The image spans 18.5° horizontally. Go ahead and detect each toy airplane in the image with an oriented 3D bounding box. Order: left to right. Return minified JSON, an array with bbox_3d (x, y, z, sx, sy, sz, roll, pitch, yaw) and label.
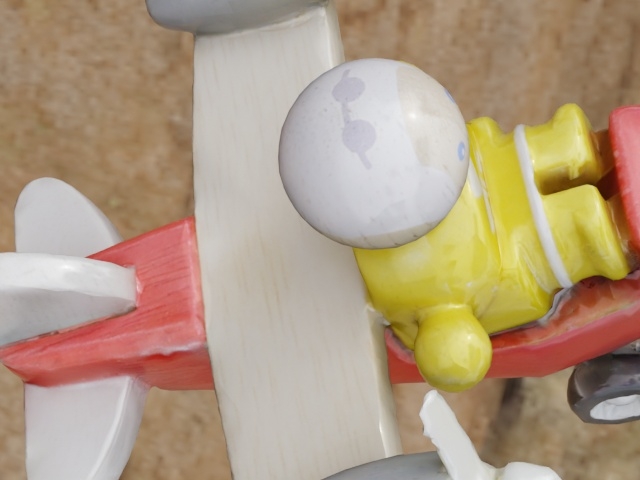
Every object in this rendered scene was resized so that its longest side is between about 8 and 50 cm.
[{"bbox_3d":[0.000,0.000,0.967,0.384,0.386,0.272,-48,163,-19],"label":"toy airplane"}]
